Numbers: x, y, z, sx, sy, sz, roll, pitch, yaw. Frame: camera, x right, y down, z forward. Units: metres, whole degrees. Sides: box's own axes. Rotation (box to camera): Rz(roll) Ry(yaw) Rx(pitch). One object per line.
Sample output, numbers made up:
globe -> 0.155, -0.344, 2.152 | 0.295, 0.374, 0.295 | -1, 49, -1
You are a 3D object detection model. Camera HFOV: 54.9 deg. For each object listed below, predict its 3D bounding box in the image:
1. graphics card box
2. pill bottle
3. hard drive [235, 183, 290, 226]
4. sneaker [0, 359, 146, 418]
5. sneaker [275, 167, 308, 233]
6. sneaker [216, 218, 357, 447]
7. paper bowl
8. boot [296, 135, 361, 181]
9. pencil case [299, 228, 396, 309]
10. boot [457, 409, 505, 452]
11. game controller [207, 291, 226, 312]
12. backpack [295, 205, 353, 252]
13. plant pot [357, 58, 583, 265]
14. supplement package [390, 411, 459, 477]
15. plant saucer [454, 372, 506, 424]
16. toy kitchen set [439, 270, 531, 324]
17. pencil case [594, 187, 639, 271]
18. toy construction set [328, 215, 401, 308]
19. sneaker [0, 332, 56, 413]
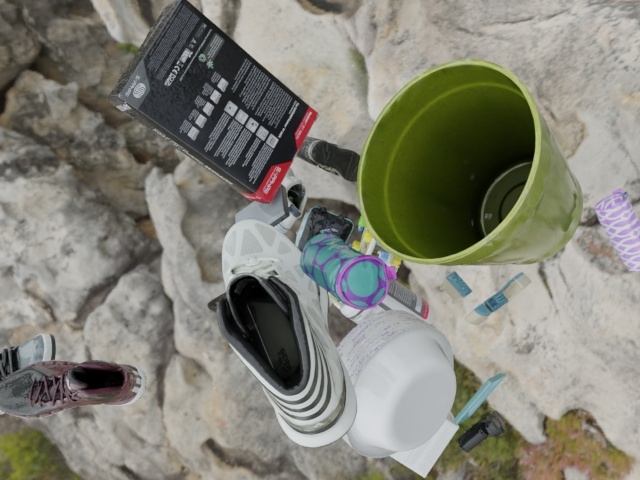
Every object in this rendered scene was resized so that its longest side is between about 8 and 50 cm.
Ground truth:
graphics card box -> -0.202, -0.266, 1.235 | 0.371, 0.233, 0.094 | 34, 168, -34
pill bottle -> 0.169, 0.186, 1.865 | 0.318, 0.176, 0.176 | 34, 131, -13
hard drive -> -0.128, -0.053, 1.332 | 0.135, 0.094, 0.022 | -33, 134, 22
sneaker -> -0.475, 0.259, 1.136 | 0.162, 0.281, 0.107 | 106, 157, -70
sneaker -> -0.072, -0.114, 1.506 | 0.091, 0.258, 0.094 | -31, 124, 21
sneaker -> -0.076, 0.073, 0.964 | 0.258, 0.169, 0.448 | 71, 173, -50
paper bowl -> 0.151, 0.290, 1.205 | 0.148, 0.284, 0.284 | 29, 129, 50
boot -> 0.009, -0.254, 1.828 | 0.178, 0.236, 0.085 | 27, 96, 45
pencil case -> 0.027, 0.032, 0.722 | 0.151, 0.070, 0.065 | -148, 47, -69
boot -> 0.324, 0.394, 1.254 | 0.099, 0.121, 0.045 | -41, 75, 13
game controller -> -0.188, 0.151, 1.673 | 0.319, 0.166, 0.067 | -8, 99, 57
backpack -> 0.000, 0.000, 2.028 | 0.165, 0.189, 0.144 | 22, 167, -11
plant pot -> 0.321, -0.099, 1.184 | 0.366, 0.353, 0.367 | -16, 66, 40
supplement package -> 0.208, 0.487, 1.740 | 0.292, 0.177, 0.175 | 32, 94, -2
plant saucer -> 0.406, 0.406, 1.584 | 0.018, 0.067, 0.192 | 50, 134, 28
toy kitchen set -> 0.501, 0.134, 1.880 | 0.166, 0.207, 0.122 | 52, 142, 18
pencil case -> 0.746, -0.023, 1.501 | 0.086, 0.088, 0.206 | -16, 110, 51
toy construction set -> 0.111, 0.057, 1.595 | 0.151, 0.215, 0.328 | 26, 137, -15
sneaker -> -0.702, 0.276, 1.296 | 0.295, 0.178, 0.124 | -39, 55, 26
